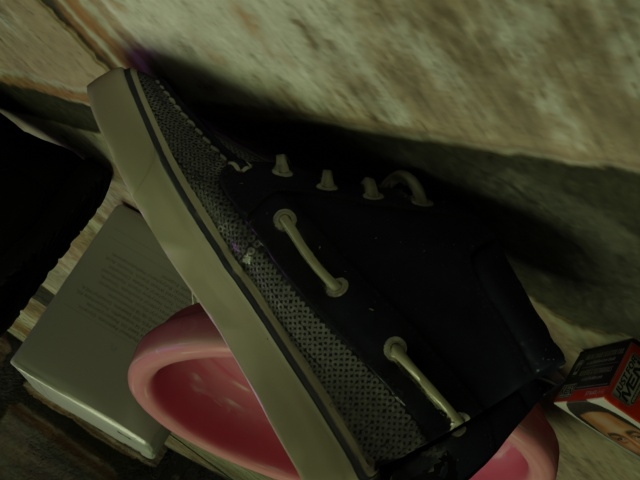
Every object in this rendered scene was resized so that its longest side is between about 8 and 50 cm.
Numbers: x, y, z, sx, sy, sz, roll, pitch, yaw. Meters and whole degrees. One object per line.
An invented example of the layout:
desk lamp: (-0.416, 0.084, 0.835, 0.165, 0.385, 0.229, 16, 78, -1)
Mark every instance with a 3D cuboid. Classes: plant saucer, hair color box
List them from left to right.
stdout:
plant saucer: (0.020, 0.119, 0.847, 0.332, 0.084, 0.332, 11, 153, 6)
hair color box: (0.225, 0.121, 0.682, 0.141, 0.043, 0.072, 34, 164, -4)

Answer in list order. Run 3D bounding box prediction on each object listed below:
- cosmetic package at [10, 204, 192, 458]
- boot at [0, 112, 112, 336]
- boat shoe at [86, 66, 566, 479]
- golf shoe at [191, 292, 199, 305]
cosmetic package: (-0.180, 0.094, 1.071, 0.151, 0.184, 0.151, 31, 162, 3)
boot: (-0.319, -0.027, 0.902, 0.207, 0.246, 0.094, 29, 141, 1)
boat shoe: (0.000, 0.000, 0.645, 0.340, 0.158, 0.127, 56, 177, 22)
golf shoe: (-0.076, 0.040, 0.911, 0.067, 0.086, 0.186, 24, 160, 33)
